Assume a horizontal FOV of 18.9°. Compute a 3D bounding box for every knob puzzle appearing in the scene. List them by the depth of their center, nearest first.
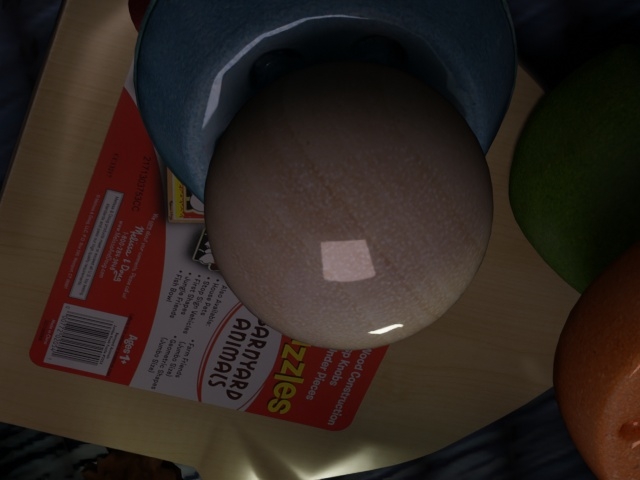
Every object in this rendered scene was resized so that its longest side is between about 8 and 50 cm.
[{"bbox_3d":[0.000,0.000,0.580,0.213,0.030,0.213,-2,127,-3],"label":"knob puzzle"}]

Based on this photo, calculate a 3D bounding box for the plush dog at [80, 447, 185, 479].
[{"bbox_3d":[-0.173,0.147,0.622,0.225,0.262,0.210,16,99,-28],"label":"plush dog"}]

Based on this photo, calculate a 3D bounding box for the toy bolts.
[{"bbox_3d":[0.075,-0.033,0.443,0.228,0.158,0.218,17,124,-17],"label":"toy bolts"}]
